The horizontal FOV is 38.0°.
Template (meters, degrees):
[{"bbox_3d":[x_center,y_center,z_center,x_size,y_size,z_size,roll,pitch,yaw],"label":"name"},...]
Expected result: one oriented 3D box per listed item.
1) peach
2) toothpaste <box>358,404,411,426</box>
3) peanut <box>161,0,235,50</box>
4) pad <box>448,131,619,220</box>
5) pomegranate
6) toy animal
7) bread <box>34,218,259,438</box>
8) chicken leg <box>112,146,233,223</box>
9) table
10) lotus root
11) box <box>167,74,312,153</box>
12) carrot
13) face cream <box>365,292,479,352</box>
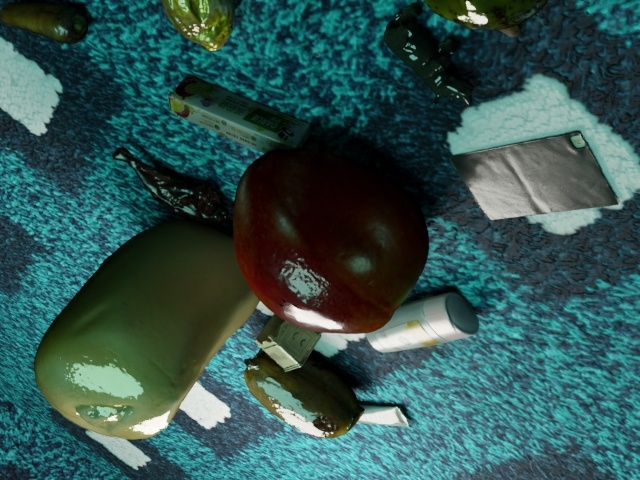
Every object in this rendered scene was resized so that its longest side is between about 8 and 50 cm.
[{"bbox_3d":[0.000,0.000,1.259,0.274,0.245,0.248,36,122,-13],"label":"peach"},{"bbox_3d":[0.080,0.336,1.799,0.205,0.036,0.056,-5,130,38],"label":"toothpaste"},{"bbox_3d":[-0.165,-0.325,1.118,0.087,0.087,0.207,5,135,36],"label":"peanut"},{"bbox_3d":[0.259,-0.075,1.147,0.193,0.004,0.116,-8,128,46],"label":"pad"},{"bbox_3d":[0.163,-0.249,0.896,0.138,0.126,0.163,14,143,33],"label":"pomegranate"},{"bbox_3d":[0.128,-0.203,1.060,0.135,0.047,0.065,42,151,-14],"label":"toy animal"},{"bbox_3d":[-0.292,0.146,1.560,0.253,0.376,0.348,41,148,-10],"label":"bread"},{"bbox_3d":[-0.239,-0.086,1.518,0.219,0.048,0.089,27,143,10],"label":"chicken leg"},{"bbox_3d":[-0.059,0.177,1.671,0.083,0.079,0.062,44,147,-12],"label":"table"},{"bbox_3d":[-0.036,0.283,1.744,0.241,0.124,0.123,34,140,4],"label":"lotus root"},{"bbox_3d":[-0.114,-0.171,1.301,0.207,0.050,0.041,24,147,14],"label":"box"},{"bbox_3d":[-0.405,-0.323,1.359,0.161,0.055,0.055,20,145,33],"label":"carrot"},{"bbox_3d":[0.154,0.133,1.453,0.084,0.057,0.198,44,146,-17],"label":"face cream"}]
